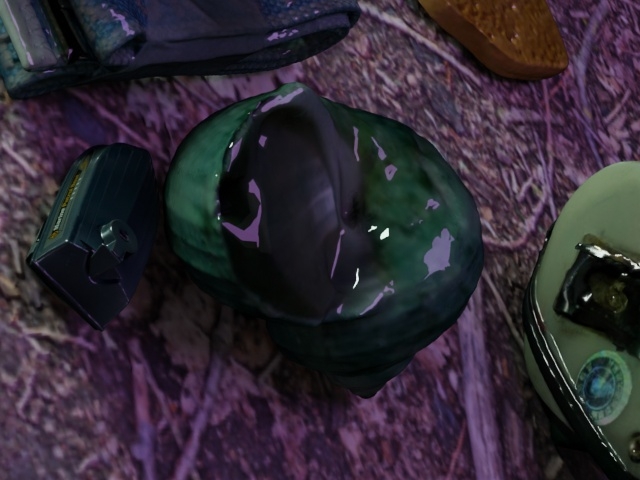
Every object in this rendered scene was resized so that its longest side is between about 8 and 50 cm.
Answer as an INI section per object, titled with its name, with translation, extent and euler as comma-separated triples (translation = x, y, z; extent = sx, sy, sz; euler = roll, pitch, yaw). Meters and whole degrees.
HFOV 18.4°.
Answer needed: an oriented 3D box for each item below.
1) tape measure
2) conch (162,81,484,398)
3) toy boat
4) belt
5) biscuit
[tape measure]
translation = 0.215, 0.068, 1.316
extent = 0.115, 0.207, 0.235
euler = 16, 92, -39
[conch]
translation = 0.000, 0.003, 1.119
extent = 0.202, 0.134, 0.196
euler = 54, 52, -15
[toy boat]
translation = -0.115, -0.012, 1.039
extent = 0.055, 0.060, 0.141
euler = 47, 27, -21
[belt]
translation = -0.081, -0.134, 1.148
extent = 0.302, 0.087, 0.072
euler = -15, 83, -56
[biscuit]
translation = 0.114, -0.201, 1.516
extent = 0.220, 0.029, 0.142
euler = 34, 42, -34
